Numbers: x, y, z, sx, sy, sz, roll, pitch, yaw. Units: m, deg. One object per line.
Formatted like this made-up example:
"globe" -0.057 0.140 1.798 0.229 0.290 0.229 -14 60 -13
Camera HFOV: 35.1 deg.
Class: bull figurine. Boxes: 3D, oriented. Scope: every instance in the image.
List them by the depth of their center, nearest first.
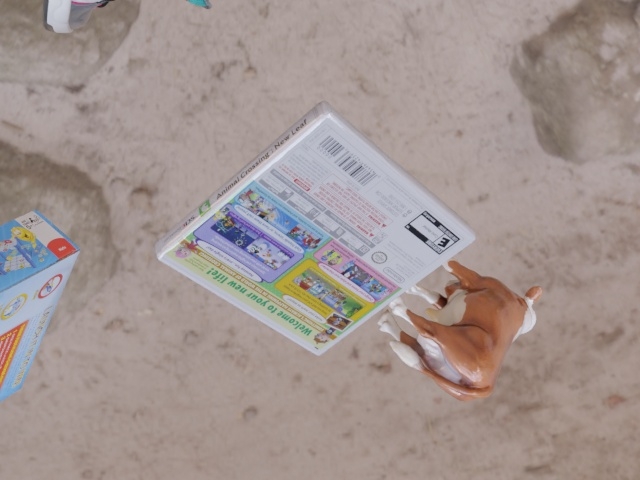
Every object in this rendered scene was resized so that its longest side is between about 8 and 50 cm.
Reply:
"bull figurine" 0.192 0.101 1.347 0.188 0.310 0.101 32 116 7

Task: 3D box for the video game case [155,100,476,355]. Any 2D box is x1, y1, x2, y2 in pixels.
"video game case" 0.000 0.000 0.871 0.193 0.023 0.212 -39 131 19

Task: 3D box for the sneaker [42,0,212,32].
"sneaker" -0.173 -0.275 0.986 0.179 0.123 0.295 7 168 -17

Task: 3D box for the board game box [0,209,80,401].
"board game box" -0.478 0.141 1.277 0.086 0.302 0.308 40 126 11
